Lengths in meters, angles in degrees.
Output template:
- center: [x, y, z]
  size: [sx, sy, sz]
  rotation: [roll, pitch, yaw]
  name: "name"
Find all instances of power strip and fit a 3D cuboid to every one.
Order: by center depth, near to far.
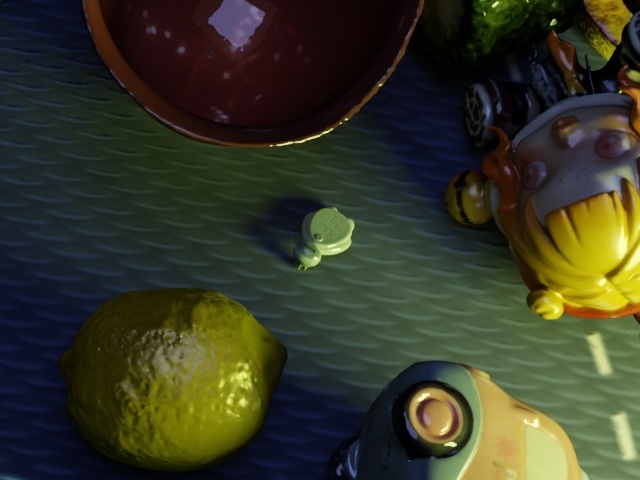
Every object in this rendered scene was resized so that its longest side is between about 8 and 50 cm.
- center: [0.000, 0.000, 1.622]
  size: [0.055, 0.035, 0.083]
  rotation: [36, 50, 8]
  name: "power strip"

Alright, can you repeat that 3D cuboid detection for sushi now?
- center: [0.136, -0.371, 1.681]
  size: [0.178, 0.294, 0.352]
  rotation: [-29, 72, -19]
  name: "sushi"

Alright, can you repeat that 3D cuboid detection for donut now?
- center: [0.356, -0.262, 1.799]
  size: [0.152, 0.058, 0.152]
  rotation: [4, 64, -9]
  name: "donut"

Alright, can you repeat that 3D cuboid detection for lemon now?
- center: [-0.137, 0.127, 1.446]
  size: [0.193, 0.180, 0.180]
  rotation: [18, 60, -26]
  name: "lemon"

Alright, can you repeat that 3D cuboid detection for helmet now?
- center: [-0.090, -0.229, 1.603]
  size: [0.337, 0.230, 0.385]
  rotation: [16, 69, -10]
  name: "helmet"

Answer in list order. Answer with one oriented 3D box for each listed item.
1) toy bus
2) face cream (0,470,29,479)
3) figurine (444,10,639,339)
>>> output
- center: [0.136, 0.260, 1.429]
  size: [0.232, 0.194, 0.287]
  rotation: [13, 61, -13]
  name: "toy bus"
- center: [-0.273, 0.287, 1.392]
  size: [0.264, 0.083, 0.149]
  rotation: [33, 62, 7]
  name: "face cream"
- center: [0.287, -0.058, 1.608]
  size: [0.320, 0.196, 0.323]
  rotation: [-21, 51, 27]
  name: "figurine"
